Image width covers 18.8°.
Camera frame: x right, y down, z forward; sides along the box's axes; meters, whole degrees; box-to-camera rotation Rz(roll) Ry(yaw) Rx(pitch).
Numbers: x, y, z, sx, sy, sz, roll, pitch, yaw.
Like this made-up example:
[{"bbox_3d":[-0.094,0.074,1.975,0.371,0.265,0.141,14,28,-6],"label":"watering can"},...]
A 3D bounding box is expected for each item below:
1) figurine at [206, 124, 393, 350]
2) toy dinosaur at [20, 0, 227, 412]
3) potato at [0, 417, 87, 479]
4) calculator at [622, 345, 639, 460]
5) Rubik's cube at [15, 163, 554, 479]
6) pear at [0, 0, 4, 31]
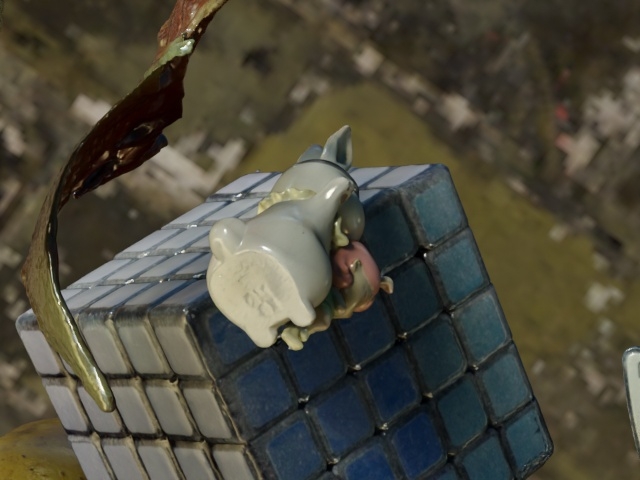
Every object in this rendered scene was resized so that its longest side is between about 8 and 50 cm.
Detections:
[{"bbox_3d":[-0.007,0.004,1.137,0.146,0.081,0.098,-46,123,-53],"label":"figurine"},{"bbox_3d":[-0.068,-0.057,1.076,0.113,0.207,0.327,33,33,-3],"label":"toy dinosaur"},{"bbox_3d":[-0.164,0.226,1.474,0.195,0.176,0.369,19,16,26],"label":"potato"},{"bbox_3d":[0.348,0.182,1.512,0.040,0.177,0.268,-36,105,-77],"label":"calculator"},{"bbox_3d":[-0.025,0.100,1.318,0.238,0.237,0.237,-4,-65,53],"label":"Rubik's cube"},{"bbox_3d":[-0.284,-0.106,0.955,0.253,0.253,0.307,36,42,3],"label":"pear"}]
